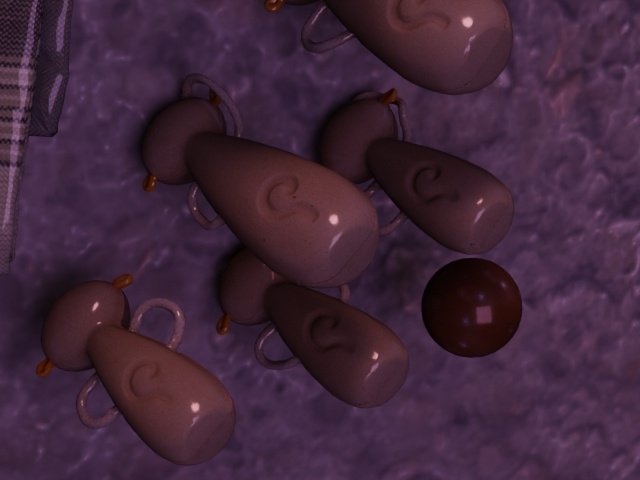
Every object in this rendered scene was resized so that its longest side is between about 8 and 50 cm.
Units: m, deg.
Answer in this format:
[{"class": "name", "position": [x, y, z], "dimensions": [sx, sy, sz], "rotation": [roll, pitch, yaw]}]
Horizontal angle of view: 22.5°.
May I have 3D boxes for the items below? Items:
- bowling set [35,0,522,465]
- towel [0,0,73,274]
[{"class": "bowling set", "position": [0.000, 0.000, 0.832], "dimensions": [0.287, 0.154, 0.200], "rotation": [-52, 140, -5]}, {"class": "towel", "position": [-0.252, -0.151, 0.628], "dimensions": [0.324, 0.056, 0.312], "rotation": [9, 102, -2]}]
